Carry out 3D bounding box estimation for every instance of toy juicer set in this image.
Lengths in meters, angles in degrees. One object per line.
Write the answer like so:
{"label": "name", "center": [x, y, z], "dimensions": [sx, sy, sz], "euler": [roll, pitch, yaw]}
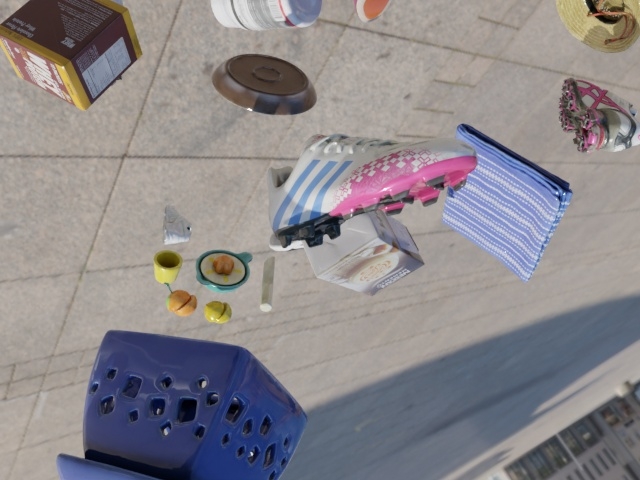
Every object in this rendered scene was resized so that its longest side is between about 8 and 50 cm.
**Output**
{"label": "toy juicer set", "center": [-0.228, 0.100, 1.473], "dimensions": [0.328, 0.209, 0.090], "euler": [-2, 133, -26]}

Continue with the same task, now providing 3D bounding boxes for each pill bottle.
{"label": "pill bottle", "center": [-0.149, -0.652, 1.637], "dimensions": [0.161, 0.283, 0.161], "euler": [-18, 114, -49]}

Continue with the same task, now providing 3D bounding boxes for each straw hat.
{"label": "straw hat", "center": [0.405, -0.339, 0.846], "dimensions": [0.061, 0.144, 0.144], "euler": [-36, 156, -12]}

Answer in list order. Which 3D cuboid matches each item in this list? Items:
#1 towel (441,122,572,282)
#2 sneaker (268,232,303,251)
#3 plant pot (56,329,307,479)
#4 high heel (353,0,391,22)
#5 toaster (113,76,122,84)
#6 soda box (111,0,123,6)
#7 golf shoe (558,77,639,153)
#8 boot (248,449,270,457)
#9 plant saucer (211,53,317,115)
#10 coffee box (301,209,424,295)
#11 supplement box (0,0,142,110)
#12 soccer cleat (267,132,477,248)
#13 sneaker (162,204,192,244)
{"label": "towel", "center": [0.349, -0.064, 1.206], "dimensions": [0.040, 0.243, 0.336], "euler": [-43, 154, -19]}
{"label": "sneaker", "center": [0.000, 0.000, 1.332], "dimensions": [0.216, 0.079, 0.121], "euler": [-21, 134, 31]}
{"label": "plant pot", "center": [-0.184, 0.272, 0.817], "dimensions": [0.235, 0.212, 0.236], "euler": [2, 144, 26]}
{"label": "high heel", "center": [0.119, -0.744, 1.565], "dimensions": [0.127, 0.181, 0.377], "euler": [-21, 160, -12]}
{"label": "toaster", "center": [-0.712, -0.550, 1.841], "dimensions": [0.226, 0.147, 0.129], "euler": [-4, 171, 9]}
{"label": "soda box", "center": [-0.669, -0.660, 1.700], "dimensions": [0.216, 0.069, 0.073], "euler": [-18, -177, -38]}
{"label": "golf shoe", "center": [0.380, -0.170, 0.828], "dimensions": [0.085, 0.186, 0.068], "euler": [1, 126, 4]}
{"label": "boot", "center": [-0.117, 0.393, 1.170], "dimensions": [0.086, 0.069, 0.190], "euler": [-19, 124, 20]}
{"label": "plant saucer", "center": [-0.156, -0.460, 1.747], "dimensions": [0.310, 0.311, 0.050], "euler": [-15, 140, -32]}
{"label": "coffee box", "center": [0.088, 0.018, 1.177], "dimensions": [0.141, 0.098, 0.246], "euler": [-33, 154, 19]}
{"label": "supplement box", "center": [-0.522, -0.413, 1.272], "dimensions": [0.194, 0.191, 0.129], "euler": [-56, 165, -25]}
{"label": "soccer cleat", "center": [0.042, -0.092, 0.794], "dimensions": [0.331, 0.143, 0.116], "euler": [-20, 168, 41]}
{"label": "sneaker", "center": [-0.315, -0.032, 1.332], "dimensions": [0.061, 0.152, 0.054], "euler": [3, 117, -17]}
